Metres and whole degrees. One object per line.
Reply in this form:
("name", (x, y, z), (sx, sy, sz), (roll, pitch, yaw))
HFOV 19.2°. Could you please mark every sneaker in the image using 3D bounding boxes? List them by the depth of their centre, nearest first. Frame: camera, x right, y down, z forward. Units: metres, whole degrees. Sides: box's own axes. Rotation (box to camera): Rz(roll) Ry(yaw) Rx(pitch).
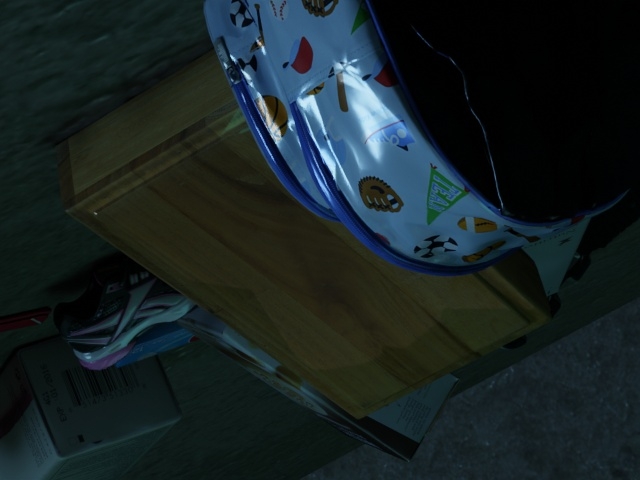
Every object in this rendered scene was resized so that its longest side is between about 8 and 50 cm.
("sneaker", (-0.173, 0.045, 1.768), (0.178, 0.072, 0.077), (-42, 125, 1))
("sneaker", (0.262, -0.047, 2.105), (0.330, 0.146, 0.122), (-46, 141, -2))

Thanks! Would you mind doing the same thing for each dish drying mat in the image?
("dish drying mat", (-0.298, 0.080, 1.813), (0.083, 0.008, 0.032), (-13, 163, -39))

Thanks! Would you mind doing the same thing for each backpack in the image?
("backpack", (0.072, -0.110, 1.177), (0.276, 0.263, 0.213), (-14, 163, -40))

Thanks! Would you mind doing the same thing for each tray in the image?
("tray", (0.000, 0.000, 1.514), (0.203, 0.076, 0.411), (-29, 139, 20))

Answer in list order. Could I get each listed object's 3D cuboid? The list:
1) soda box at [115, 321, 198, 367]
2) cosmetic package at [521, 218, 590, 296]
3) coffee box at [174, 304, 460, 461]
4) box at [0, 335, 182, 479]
("soda box", (-0.116, 0.055, 1.890), (0.210, 0.071, 0.067), (-19, 165, -21))
("cosmetic package", (0.129, -0.019, 1.844), (0.217, 0.156, 0.385), (-22, 165, -1))
("coffee box", (-0.008, 0.102, 1.819), (0.098, 0.246, 0.141), (-59, -154, -9))
("box", (-0.267, 0.191, 2.032), (0.149, 0.127, 0.232), (-17, 165, -30))
